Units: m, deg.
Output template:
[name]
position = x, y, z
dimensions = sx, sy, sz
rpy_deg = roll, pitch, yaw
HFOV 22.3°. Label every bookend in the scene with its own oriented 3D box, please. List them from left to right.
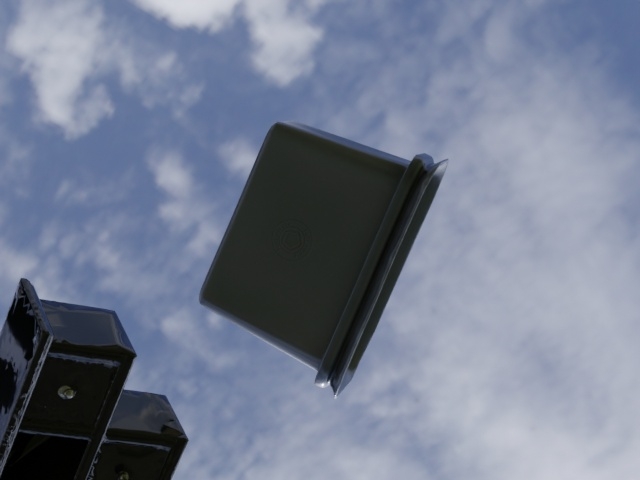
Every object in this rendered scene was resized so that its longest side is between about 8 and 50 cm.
[bookend]
position = -0.156, 0.122, 1.148
dimensions = 0.157, 0.156, 0.072
rpy_deg = 12, -156, -30

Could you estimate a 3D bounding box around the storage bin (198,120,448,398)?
[storage bin]
position = 0.000, 0.000, 0.871
dimensions = 0.091, 0.098, 0.135
rpy_deg = 25, -81, 7
